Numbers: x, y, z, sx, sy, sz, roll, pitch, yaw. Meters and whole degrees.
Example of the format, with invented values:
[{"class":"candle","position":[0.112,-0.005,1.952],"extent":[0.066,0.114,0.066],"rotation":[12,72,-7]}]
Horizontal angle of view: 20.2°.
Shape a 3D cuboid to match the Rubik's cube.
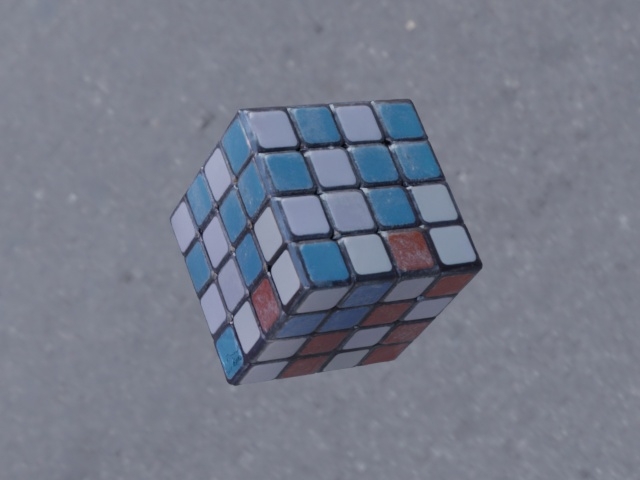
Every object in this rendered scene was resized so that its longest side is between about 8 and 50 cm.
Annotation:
[{"class":"Rubik's cube","position":[0.000,0.000,0.803],"extent":[0.092,0.092,0.092],"rotation":[-53,51,49]}]
